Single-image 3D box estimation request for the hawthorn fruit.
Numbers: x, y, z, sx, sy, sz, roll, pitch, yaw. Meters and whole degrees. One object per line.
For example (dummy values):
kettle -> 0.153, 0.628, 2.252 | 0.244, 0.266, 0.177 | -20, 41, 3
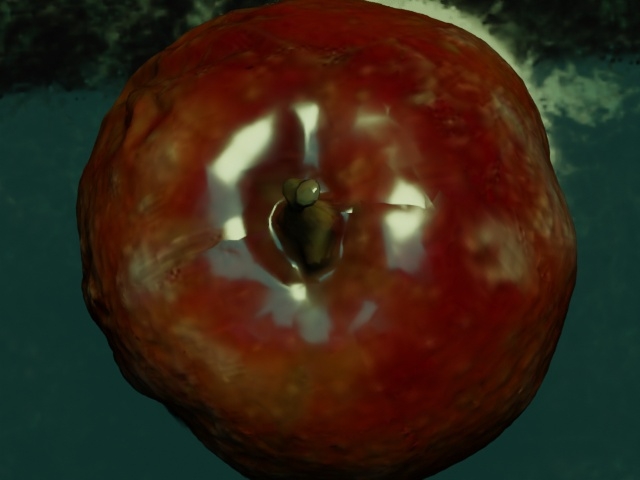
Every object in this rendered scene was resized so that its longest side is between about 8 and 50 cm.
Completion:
hawthorn fruit -> 0.000, 0.000, 0.707 | 0.241, 0.271, 0.242 | 0, 90, 0
